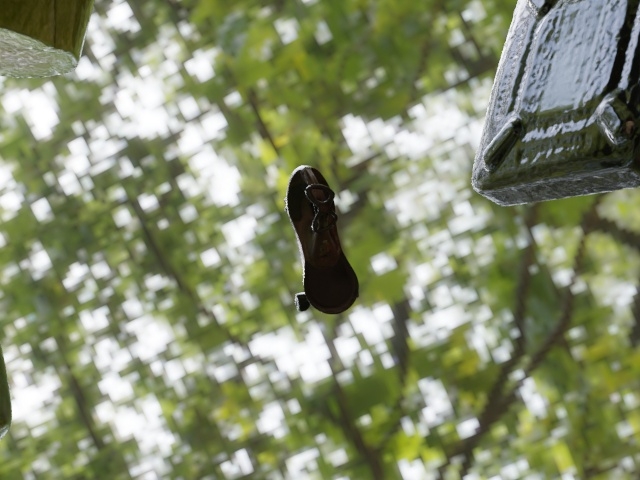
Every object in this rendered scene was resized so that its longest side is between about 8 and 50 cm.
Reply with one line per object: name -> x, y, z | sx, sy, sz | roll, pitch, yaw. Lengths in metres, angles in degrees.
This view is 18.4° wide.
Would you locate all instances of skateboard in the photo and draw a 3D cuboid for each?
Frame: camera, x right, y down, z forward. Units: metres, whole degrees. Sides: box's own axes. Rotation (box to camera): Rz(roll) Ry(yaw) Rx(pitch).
skateboard -> 0.000, 0.000, 1.985 | 0.080, 0.067, 0.151 | -160, 56, -76

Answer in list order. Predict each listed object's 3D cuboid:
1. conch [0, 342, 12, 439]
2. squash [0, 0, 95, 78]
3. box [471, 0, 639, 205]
conch -> -0.289, 0.110, 1.624 | 0.079, 0.106, 0.170 | 9, -111, -12
squash -> -0.272, -0.309, 1.686 | 0.210, 0.234, 0.309 | 17, -100, -50
box -> 0.290, -0.185, 2.111 | 0.073, 0.289, 0.290 | 27, -109, -31
